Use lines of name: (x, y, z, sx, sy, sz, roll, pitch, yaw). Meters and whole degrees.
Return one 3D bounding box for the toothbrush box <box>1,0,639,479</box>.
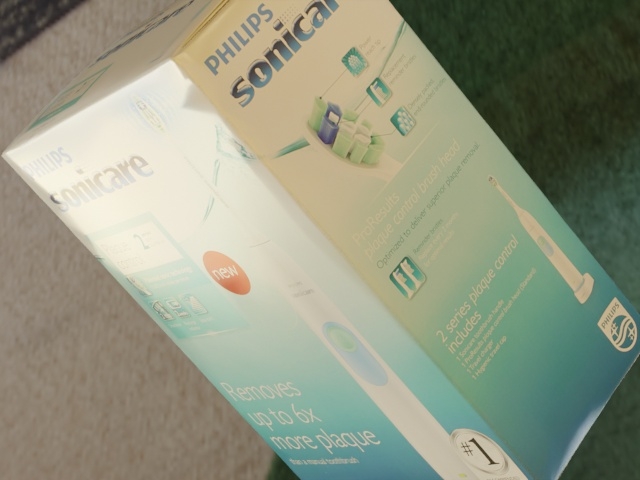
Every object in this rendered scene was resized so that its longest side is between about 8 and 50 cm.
toothbrush box: (0.000, 0.000, 0.832, 0.295, 0.126, 0.216, 51, 149, -16)
